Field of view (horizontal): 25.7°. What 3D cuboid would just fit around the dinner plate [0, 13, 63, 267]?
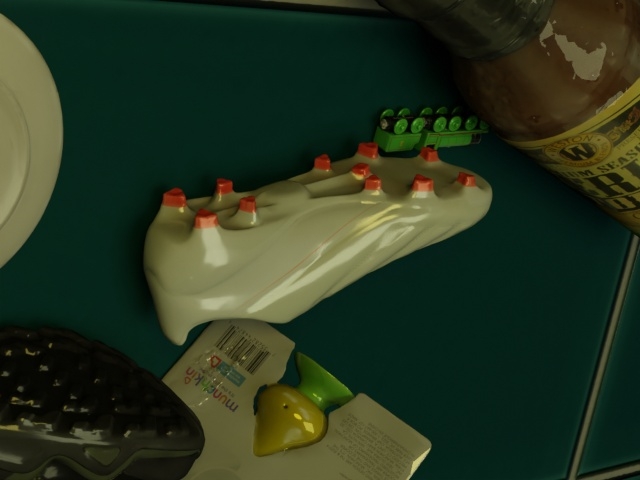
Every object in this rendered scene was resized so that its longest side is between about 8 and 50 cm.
[{"bbox_3d":[-0.166,-0.033,0.582,0.141,0.017,0.141,-18,120,-34],"label":"dinner plate"}]

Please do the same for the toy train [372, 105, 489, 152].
[{"bbox_3d":[0.063,-0.061,0.775,0.083,0.017,0.023,-6,124,-40],"label":"toy train"}]

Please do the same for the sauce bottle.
[{"bbox_3d":[0.145,-0.089,0.772,0.344,0.111,0.111,26,91,-44],"label":"sauce bottle"}]

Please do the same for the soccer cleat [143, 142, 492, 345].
[{"bbox_3d":[0.000,0.000,0.715,0.196,0.068,0.076,-12,121,-29],"label":"soccer cleat"}]

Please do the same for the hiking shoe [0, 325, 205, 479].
[{"bbox_3d":[-0.160,0.105,0.621,0.227,0.086,0.114,3,121,-37],"label":"hiking shoe"}]

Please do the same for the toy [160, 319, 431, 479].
[{"bbox_3d":[-0.065,0.161,0.694,0.237,0.137,0.056,-52,154,-9],"label":"toy"}]
